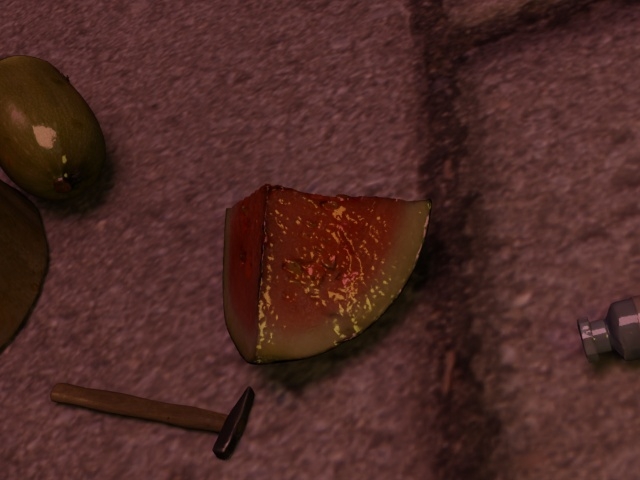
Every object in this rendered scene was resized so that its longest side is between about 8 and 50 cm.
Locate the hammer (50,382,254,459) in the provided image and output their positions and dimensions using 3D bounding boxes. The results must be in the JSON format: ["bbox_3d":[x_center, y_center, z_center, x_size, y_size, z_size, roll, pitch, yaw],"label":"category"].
[{"bbox_3d":[-0.144,0.136,0.921,0.199,0.013,0.062,5,52,31],"label":"hammer"}]

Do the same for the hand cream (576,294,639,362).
[{"bbox_3d":[0.265,0.051,0.767,0.171,0.043,0.065,-14,45,9],"label":"hand cream"}]

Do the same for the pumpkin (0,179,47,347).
[{"bbox_3d":[-0.452,0.006,1.080,0.332,0.199,0.332,-12,45,13],"label":"pumpkin"}]

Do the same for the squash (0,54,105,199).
[{"bbox_3d":[-0.288,-0.108,1.156,0.123,0.123,0.186,-36,42,-8],"label":"squash"}]

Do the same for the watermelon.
[{"bbox_3d":[0.004,0.015,0.908,0.145,0.137,0.193,3,40,-17],"label":"watermelon"}]
